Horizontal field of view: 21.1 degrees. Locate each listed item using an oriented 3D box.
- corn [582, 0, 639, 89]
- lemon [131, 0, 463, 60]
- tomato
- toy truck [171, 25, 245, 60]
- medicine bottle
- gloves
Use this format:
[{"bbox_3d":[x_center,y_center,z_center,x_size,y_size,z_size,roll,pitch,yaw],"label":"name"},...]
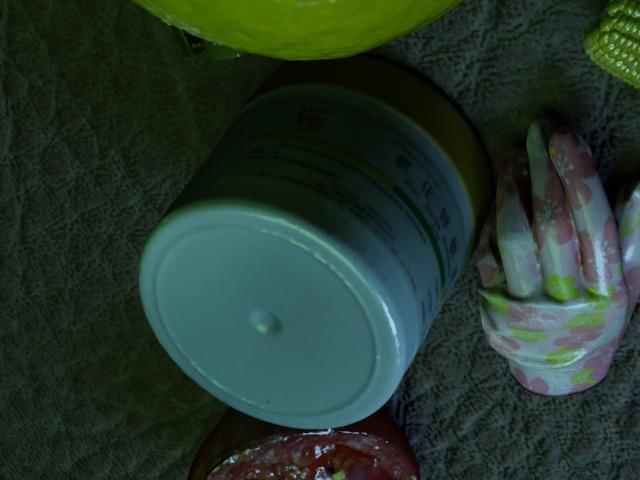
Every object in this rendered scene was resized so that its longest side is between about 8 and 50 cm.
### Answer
[{"bbox_3d":[0.282,-0.132,1.296,0.165,0.063,0.085,33,111,-1],"label":"corn"},{"bbox_3d":[-0.005,-0.278,1.140,0.364,0.364,0.364,15,132,17],"label":"lemon"},{"bbox_3d":[-0.027,0.220,1.702,0.233,0.139,0.200,-17,131,-2],"label":"tomato"},{"bbox_3d":[-0.107,-0.271,1.349,0.127,0.127,0.257,-3,121,32],"label":"toy truck"},{"bbox_3d":[0.000,0.000,1.438,0.238,0.232,0.238,14,132,16],"label":"medicine bottle"},{"bbox_3d":[0.201,0.017,1.420,0.145,0.126,0.241,7,138,17],"label":"gloves"}]
